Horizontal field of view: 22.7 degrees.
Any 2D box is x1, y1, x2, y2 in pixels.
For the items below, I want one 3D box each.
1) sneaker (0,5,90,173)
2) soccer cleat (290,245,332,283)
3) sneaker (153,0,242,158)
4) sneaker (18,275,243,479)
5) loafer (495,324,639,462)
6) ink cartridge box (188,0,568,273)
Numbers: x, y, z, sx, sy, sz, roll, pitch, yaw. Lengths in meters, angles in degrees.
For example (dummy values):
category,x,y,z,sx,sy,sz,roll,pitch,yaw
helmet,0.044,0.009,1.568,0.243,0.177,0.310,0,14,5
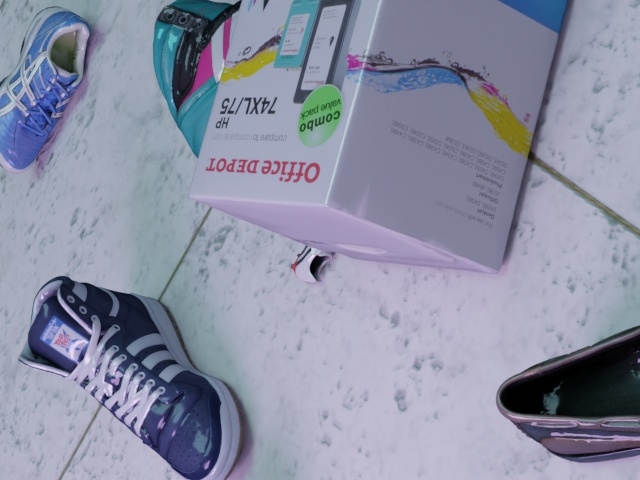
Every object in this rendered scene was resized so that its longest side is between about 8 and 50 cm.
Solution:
category,x,y,z,sx,sy,sz,roll,pitch,yaw
sneaker,-0.337,-0.181,1.913,0.081,0.080,0.211,15,86,55
soccer cleat,0.000,0.000,1.472,0.035,0.029,0.083,24,95,43
sneaker,-0.068,-0.220,1.585,0.178,0.123,0.296,41,107,40
sneaker,-0.190,0.131,1.534,0.099,0.153,0.282,-58,39,14
loafer,0.238,0.096,1.095,0.267,0.084,0.096,-25,55,41
ink cartridge box,0.051,-0.129,1.331,0.198,0.197,0.270,5,78,51
